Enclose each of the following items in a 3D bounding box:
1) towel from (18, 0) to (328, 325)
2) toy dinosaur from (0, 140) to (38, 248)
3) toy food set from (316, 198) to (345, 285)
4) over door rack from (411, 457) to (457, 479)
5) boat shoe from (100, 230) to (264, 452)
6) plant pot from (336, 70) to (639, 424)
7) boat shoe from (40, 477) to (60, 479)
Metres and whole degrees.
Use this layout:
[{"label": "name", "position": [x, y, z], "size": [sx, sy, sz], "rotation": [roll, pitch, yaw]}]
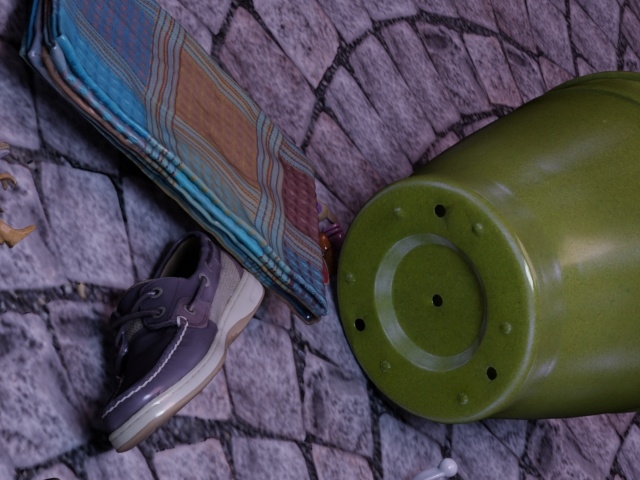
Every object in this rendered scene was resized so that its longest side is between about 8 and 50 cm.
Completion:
[{"label": "towel", "position": [-0.119, -0.116, 1.676], "size": [0.370, 0.040, 0.271], "rotation": [44, 22, -28]}, {"label": "toy dinosaur", "position": [-0.277, -0.028, 1.387], "size": [0.112, 0.064, 0.211], "rotation": [51, 14, -4]}, {"label": "toy food set", "position": [0.000, 0.000, 1.837], "size": [0.078, 0.019, 0.122], "rotation": [44, 34, -30]}, {"label": "over door rack", "position": [0.231, 0.358, 1.743], "size": [0.324, 0.108, 0.239], "rotation": [44, 12, -29]}, {"label": "boat shoe", "position": [-0.125, 0.074, 1.502], "size": [0.092, 0.103, 0.285], "rotation": [49, 26, -8]}, {"label": "plant pot", "position": [0.214, 0.030, 1.863], "size": [0.353, 0.366, 0.366], "rotation": [-14, 78, -49]}, {"label": "boat shoe", "position": [-0.222, 0.220, 1.263], "size": [0.190, 0.068, 0.072], "rotation": [-23, 97, -61]}]
